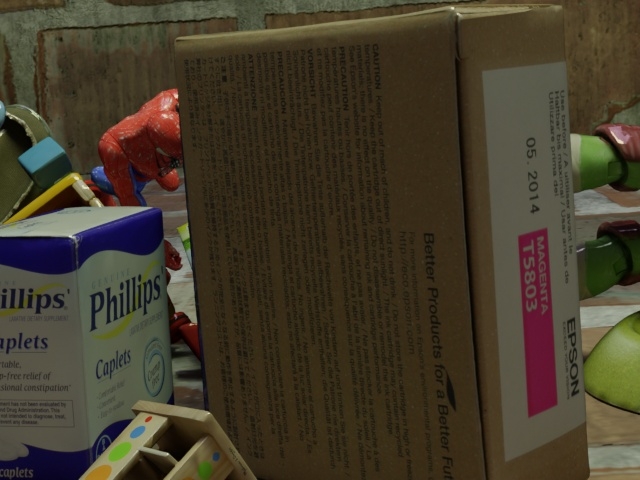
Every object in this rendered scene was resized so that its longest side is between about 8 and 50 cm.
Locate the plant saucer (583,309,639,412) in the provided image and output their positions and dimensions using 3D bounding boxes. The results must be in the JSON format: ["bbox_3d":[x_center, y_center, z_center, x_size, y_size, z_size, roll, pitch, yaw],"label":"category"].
[{"bbox_3d":[0.282,0.066,0.819,0.241,0.037,0.241,-4,8,1],"label":"plant saucer"}]

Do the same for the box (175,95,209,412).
[{"bbox_3d":[0.000,0.000,0.822,0.153,0.207,0.108,-5,8,4],"label":"box"}]

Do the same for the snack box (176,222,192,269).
[{"bbox_3d":[0.005,-0.006,0.991,0.207,0.070,0.174,-29,23,-1],"label":"snack box"}]

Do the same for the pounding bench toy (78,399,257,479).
[{"bbox_3d":[-0.062,0.122,0.558,0.052,0.083,0.065,1,40,48],"label":"pounding bench toy"}]

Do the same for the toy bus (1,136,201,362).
[{"bbox_3d":[-0.170,0.041,0.964,0.104,0.202,0.191,-37,24,-12],"label":"toy bus"}]

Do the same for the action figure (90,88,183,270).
[{"bbox_3d":[-0.107,-0.032,0.991,0.091,0.139,0.280,-38,0,-13],"label":"action figure"}]

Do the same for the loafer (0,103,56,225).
[{"bbox_3d":[-0.299,-0.003,1.007,0.094,0.251,0.087,38,-6,8],"label":"loafer"}]

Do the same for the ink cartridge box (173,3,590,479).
[{"bbox_3d":[0.027,0.007,0.653,0.193,0.234,0.088,4,12,44],"label":"ink cartridge box"}]

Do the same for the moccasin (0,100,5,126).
[{"bbox_3d":[-0.276,-0.023,0.853,0.117,0.137,0.342,7,33,6],"label":"moccasin"}]

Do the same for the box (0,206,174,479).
[{"bbox_3d":[-0.140,0.055,0.746,0.072,0.137,0.126,-1,8,14],"label":"box"}]

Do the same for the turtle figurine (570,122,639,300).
[{"bbox_3d":[0.260,-0.055,0.893,0.266,0.274,0.198,-8,-27,5],"label":"turtle figurine"}]
